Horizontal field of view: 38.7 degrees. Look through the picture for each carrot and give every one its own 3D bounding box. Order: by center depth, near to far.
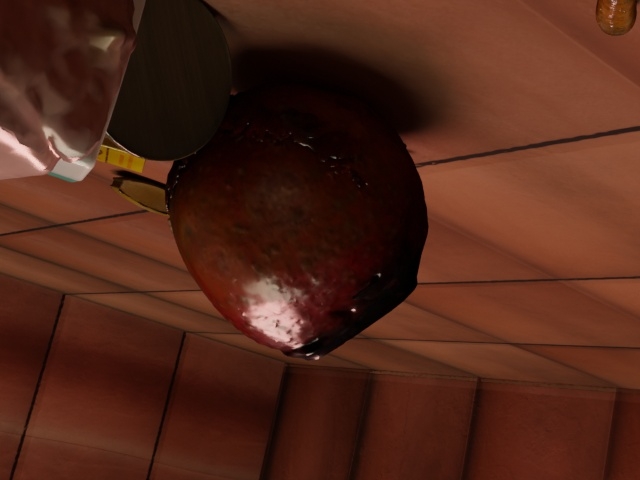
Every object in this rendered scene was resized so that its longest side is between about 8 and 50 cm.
[{"bbox_3d":[0.228,-0.188,0.698,0.032,0.032,0.093,9,162,15],"label":"carrot"}]

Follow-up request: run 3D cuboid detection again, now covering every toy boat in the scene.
[{"bbox_3d":[-0.283,-0.073,1.544,0.149,0.047,0.049,23,176,-27],"label":"toy boat"}]

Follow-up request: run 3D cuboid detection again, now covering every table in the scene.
[{"bbox_3d":[-0.227,-0.170,0.933,0.227,0.167,0.167,9,167,44],"label":"table"}]

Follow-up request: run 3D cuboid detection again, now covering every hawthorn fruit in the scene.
[{"bbox_3d":[-0.020,-0.021,1.009,0.316,0.316,0.316,12,166,3],"label":"hawthorn fruit"}]

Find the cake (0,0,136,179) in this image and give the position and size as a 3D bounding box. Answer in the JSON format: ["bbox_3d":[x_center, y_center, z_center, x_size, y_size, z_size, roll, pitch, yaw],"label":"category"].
[{"bbox_3d":[-0.245,-0.202,0.429,0.293,0.306,0.314,-8,155,37],"label":"cake"}]

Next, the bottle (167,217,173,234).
[{"bbox_3d":[-0.157,-0.045,1.455,0.110,0.097,0.209,-24,-168,-36],"label":"bottle"}]

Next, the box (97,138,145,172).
[{"bbox_3d":[-0.339,-0.142,1.370,0.155,0.023,0.087,16,168,-12],"label":"box"}]

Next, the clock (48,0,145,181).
[{"bbox_3d":[-0.259,-0.197,0.677,0.262,0.231,0.116,21,160,-28],"label":"clock"}]
